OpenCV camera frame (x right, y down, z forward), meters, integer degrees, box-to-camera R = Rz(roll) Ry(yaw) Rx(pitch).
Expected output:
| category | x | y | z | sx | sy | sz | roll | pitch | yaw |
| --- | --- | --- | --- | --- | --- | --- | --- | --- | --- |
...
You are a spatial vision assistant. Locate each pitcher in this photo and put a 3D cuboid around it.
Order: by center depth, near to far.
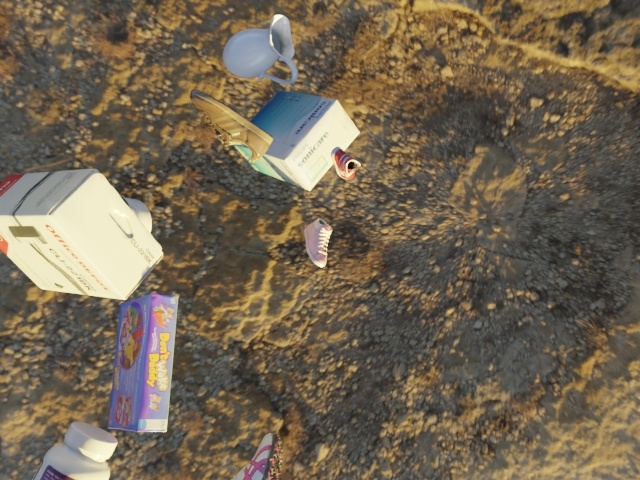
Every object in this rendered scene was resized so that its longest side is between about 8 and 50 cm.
| category | x | y | z | sx | sy | sz | roll | pitch | yaw |
| --- | --- | --- | --- | --- | --- | --- | --- | --- | --- |
| pitcher | -0.157 | -0.487 | 1.696 | 0.207 | 0.125 | 0.177 | -8 | 105 | 42 |

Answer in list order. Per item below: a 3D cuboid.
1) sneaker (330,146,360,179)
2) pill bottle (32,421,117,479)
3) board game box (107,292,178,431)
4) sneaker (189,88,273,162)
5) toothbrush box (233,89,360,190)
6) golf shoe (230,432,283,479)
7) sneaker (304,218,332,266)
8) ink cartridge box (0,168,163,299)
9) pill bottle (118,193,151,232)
| category | x | y | z | sx | sy | sz | roll | pitch | yaw |
| --- | --- | --- | --- | --- | --- | --- | --- | --- | --- |
| sneaker | 0.068 | -0.167 | 1.483 | 0.042 | 0.118 | 0.067 | -45 | 57 | -4 |
| pill bottle | -0.632 | 0.617 | 1.567 | 0.169 | 0.169 | 0.301 | 24 | 80 | 13 |
| board game box | -0.480 | 0.330 | 1.696 | 0.233 | 0.078 | 0.347 | -18 | 66 | 52 |
| sneaker | -0.189 | -0.227 | 1.250 | 0.188 | 0.066 | 0.071 | 33 | 95 | -1 |
| toothbrush box | -0.074 | -0.281 | 1.714 | 0.216 | 0.126 | 0.295 | -51 | 37 | -12 |
| golf shoe | -0.117 | 0.401 | 1.049 | 0.086 | 0.186 | 0.067 | 5 | 133 | 15 |
| sneaker | 0.000 | 0.000 | 1.628 | 0.070 | 0.051 | 0.134 | -42 | 45 | 29 |
| ink cartridge box | -0.433 | -0.010 | 1.074 | 0.273 | 0.114 | 0.197 | 1 | 135 | 38 |
| pill bottle | -0.567 | -0.043 | 1.576 | 0.161 | 0.283 | 0.161 | 0 | 90 | 26 |
